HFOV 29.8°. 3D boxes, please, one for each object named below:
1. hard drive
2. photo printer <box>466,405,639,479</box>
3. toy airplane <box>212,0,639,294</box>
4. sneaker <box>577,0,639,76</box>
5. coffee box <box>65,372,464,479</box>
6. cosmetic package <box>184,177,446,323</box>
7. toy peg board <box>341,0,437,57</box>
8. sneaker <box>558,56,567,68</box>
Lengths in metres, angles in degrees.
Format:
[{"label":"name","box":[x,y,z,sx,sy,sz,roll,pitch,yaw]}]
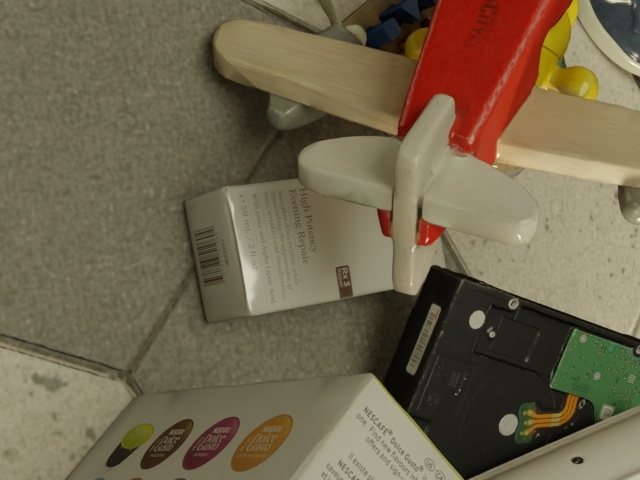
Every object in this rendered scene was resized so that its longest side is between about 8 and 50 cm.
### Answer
[{"label":"hard drive","box":[0.204,0.181,1.180,0.339,0.064,0.237,19,94,-31]},{"label":"photo printer","box":[0.227,0.316,1.130,0.307,0.107,0.256,-19,115,-19]},{"label":"toy airplane","box":[0.139,-0.115,1.032,0.384,0.272,0.386,-25,61,-3]},{"label":"sneaker","box":[0.354,-0.341,1.364,0.131,0.148,0.350,-46,109,-31]},{"label":"coffee box","box":[-0.046,0.332,0.855,0.338,0.337,0.334,50,58,-18]},{"label":"cosmetic package","box":[0.000,0.000,1.099,0.231,0.085,0.117,-10,89,-35]},{"label":"toy peg board","box":[0.125,-0.197,1.222,0.161,0.079,0.161,-44,108,-32]},{"label":"sneaker","box":[0.243,-0.170,1.313,0.076,0.065,0.166,17,75,-36]}]
